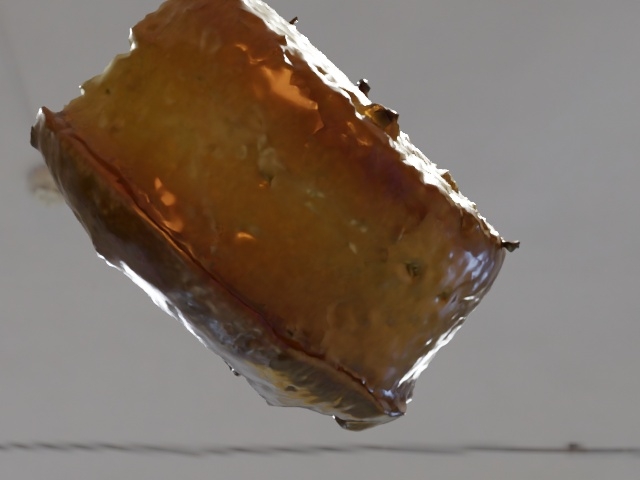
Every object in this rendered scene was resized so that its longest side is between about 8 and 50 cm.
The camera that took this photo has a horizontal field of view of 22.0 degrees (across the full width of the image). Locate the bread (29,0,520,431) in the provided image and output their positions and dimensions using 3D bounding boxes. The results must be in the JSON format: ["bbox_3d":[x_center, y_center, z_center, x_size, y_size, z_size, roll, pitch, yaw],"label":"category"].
[{"bbox_3d":[0.000,0.000,1.021,0.194,0.179,0.340,-49,-48,2],"label":"bread"}]
